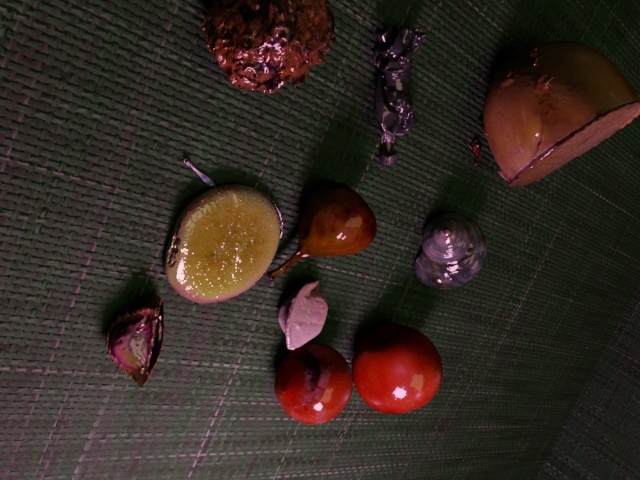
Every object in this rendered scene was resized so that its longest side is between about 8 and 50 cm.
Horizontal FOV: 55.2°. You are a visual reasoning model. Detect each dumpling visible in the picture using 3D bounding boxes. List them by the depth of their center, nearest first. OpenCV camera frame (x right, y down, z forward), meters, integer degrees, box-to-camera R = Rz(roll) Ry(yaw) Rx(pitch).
[{"bbox_3d":[-0.049,0.180,1.561,0.176,0.092,0.150,-38,133,-19],"label":"dumpling"}]

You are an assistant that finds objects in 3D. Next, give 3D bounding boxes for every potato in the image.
[{"bbox_3d":[0.633,-0.377,1.705,0.442,0.319,0.385,-14,161,-43],"label":"potato"}]

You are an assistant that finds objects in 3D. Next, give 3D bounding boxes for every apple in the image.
[{"bbox_3d":[0.220,0.362,1.764,0.260,0.260,0.216,-29,105,-24],"label":"apple"}]

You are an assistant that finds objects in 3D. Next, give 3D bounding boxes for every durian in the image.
[{"bbox_3d":[-0.398,0.201,1.311,0.108,0.119,0.186,10,95,-3],"label":"durian"}]

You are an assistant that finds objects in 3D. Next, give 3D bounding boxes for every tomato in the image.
[{"bbox_3d":[-0.019,0.372,1.605,0.208,0.208,0.184,-51,154,-5],"label":"tomato"}]

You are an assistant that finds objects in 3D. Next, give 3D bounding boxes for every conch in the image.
[{"bbox_3d":[0.376,0.025,1.784,0.220,0.195,0.277,-18,154,1],"label":"conch"}]

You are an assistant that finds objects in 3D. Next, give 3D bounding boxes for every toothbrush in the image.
[{"bbox_3d":[-0.238,-0.124,1.308,0.014,0.017,0.162,-47,137,-3],"label":"toothbrush"}]

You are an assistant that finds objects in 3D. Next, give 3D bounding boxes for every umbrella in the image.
[{"bbox_3d":[0.184,-0.342,1.480,0.143,0.094,0.349,-15,123,-28],"label":"umbrella"}]

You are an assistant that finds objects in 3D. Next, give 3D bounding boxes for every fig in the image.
[{"bbox_3d":[-0.013,-0.030,1.463,0.290,0.190,0.190,-17,129,8],"label":"fig"}]

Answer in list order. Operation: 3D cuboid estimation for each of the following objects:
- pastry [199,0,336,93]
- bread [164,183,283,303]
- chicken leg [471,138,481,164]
[{"bbox_3d":[-0.081,-0.402,1.165,0.275,0.193,0.275,-18,121,-32],"label":"pastry"},{"bbox_3d":[-0.207,0.016,1.379,0.301,0.045,0.301,-22,128,-30],"label":"bread"},{"bbox_3d":[0.458,-0.261,1.790,0.036,0.021,0.083,-45,138,-25],"label":"chicken leg"}]
